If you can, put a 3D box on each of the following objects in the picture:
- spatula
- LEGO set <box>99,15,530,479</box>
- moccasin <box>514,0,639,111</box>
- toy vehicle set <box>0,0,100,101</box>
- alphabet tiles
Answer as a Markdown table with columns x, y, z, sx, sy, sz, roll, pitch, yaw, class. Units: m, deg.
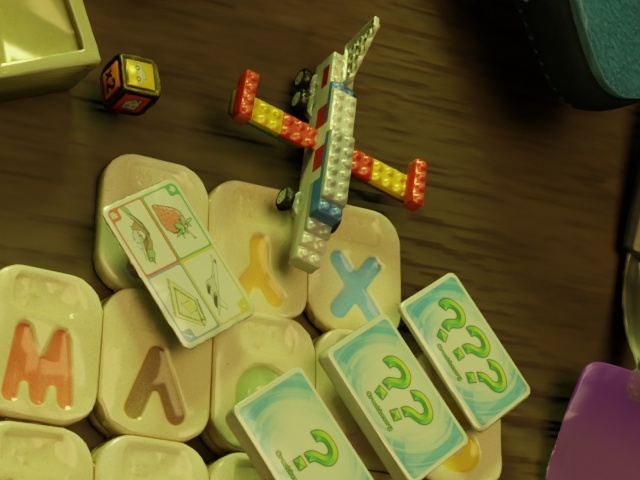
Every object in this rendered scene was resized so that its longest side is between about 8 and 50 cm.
| x | y | z | sx | sy | sz | roll | pitch | yaw | class |
| --- | --- | --- | --- | --- | --- | --- | --- | --- | --- |
| 0.181 | 0.028 | 0.920 | 0.084 | 0.030 | 0.296 | 24 | 62 | -22 | spatula |
| 0.000 | 0.000 | 0.779 | 0.182 | 0.060 | 0.244 | -28 | 84 | -44 | LEGO set |
| 0.121 | -0.234 | 0.922 | 0.137 | 0.117 | 0.342 | -2 | 79 | -43 | moccasin |
| -0.216 | -0.184 | 0.732 | 0.166 | 0.035 | 0.267 | -14 | 81 | -36 | toy vehicle set |
| -0.030 | 0.101 | 0.763 | 0.284 | 0.021 | 0.278 | 13 | 67 | -30 | alphabet tiles |
